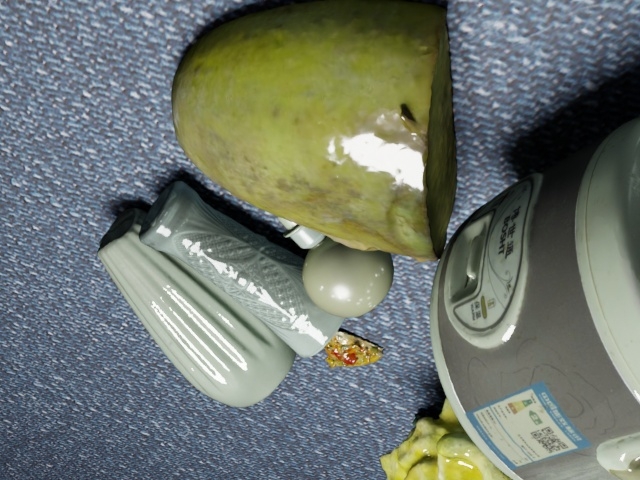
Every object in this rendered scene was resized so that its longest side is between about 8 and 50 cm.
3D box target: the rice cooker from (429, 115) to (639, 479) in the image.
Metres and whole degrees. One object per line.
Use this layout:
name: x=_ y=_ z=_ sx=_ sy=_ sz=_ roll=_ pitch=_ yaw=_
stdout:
rice cooker: x=0.250 y=0.055 z=0.833 sx=0.288 sy=0.288 sz=0.277 roll=31 pitch=149 yaw=-18

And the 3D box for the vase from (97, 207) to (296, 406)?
vase: x=-0.139 y=0.070 z=1.202 sx=0.128 sy=0.128 sz=0.248 roll=-20 pitch=121 yaw=44

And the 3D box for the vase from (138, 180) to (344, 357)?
vase: x=-0.078 y=0.026 z=1.133 sx=0.219 sy=0.096 sz=0.096 roll=34 pitch=144 yaw=-18

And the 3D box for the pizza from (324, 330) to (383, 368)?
pizza: x=0.025 y=0.130 z=1.291 sx=0.083 sy=0.025 sz=0.078 roll=-15 pitch=137 yaw=42

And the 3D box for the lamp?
lamp: x=0.000 y=0.000 z=1.073 sx=0.163 sy=0.091 sz=0.091 roll=49 pitch=139 yaw=-14

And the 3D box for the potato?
potato: x=-0.019 y=-0.079 z=0.935 sx=0.255 sy=0.112 sz=0.269 roll=9 pitch=144 yaw=15

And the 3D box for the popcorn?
popcorn: x=0.204 y=0.271 z=1.219 sx=0.292 sy=0.237 sz=0.293 roll=10 pitch=147 yaw=6
